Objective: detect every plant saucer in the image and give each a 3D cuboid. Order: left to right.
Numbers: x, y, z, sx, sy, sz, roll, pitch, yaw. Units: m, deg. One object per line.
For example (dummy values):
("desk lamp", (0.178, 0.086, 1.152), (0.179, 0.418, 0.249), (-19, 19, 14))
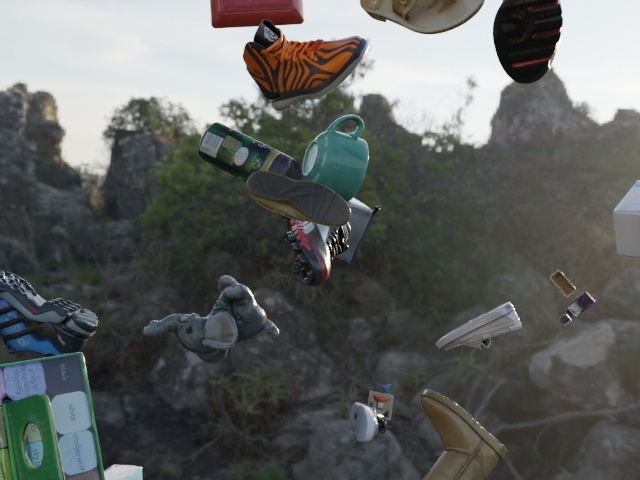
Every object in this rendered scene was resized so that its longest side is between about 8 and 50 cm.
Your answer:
("plant saucer", (-0.180, -0.722, 2.049), (0.258, 0.259, 0.048), (-4, -4, -3))

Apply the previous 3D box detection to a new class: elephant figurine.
("elephant figurine", (-0.259, 0.215, 1.776), (0.186, 0.169, 0.239), (22, 55, 37))

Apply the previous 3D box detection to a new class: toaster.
("toaster", (0.042, -0.053, 2.037), (0.110, 0.185, 0.168), (17, 11, -45))

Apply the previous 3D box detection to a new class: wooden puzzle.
("wooden puzzle", (0.157, 0.433, 1.945), (0.079, 0.116, 0.014), (7, -13, -21))

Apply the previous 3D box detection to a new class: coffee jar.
("coffee jar", (-0.128, -0.147, 1.381), (0.184, 0.079, 0.096), (28, 0, 16))

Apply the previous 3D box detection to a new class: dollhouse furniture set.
("dollhouse furniture set", (0.565, 0.138, 1.753), (0.114, 0.091, 0.081), (52, 32, 14))

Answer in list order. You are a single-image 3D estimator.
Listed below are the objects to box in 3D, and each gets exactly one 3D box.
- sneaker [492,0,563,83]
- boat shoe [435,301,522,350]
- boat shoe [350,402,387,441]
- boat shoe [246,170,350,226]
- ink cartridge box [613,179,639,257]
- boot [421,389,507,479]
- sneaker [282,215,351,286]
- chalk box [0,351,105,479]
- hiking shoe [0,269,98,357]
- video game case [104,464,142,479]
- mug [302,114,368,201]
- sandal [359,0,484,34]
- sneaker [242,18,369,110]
("sneaker", (0.364, -0.428, 1.263), (0.116, 0.313, 0.136), (3, 16, 29))
("boat shoe", (0.437, 0.260, 2.063), (0.267, 0.088, 0.096), (-34, -9, 33))
("boat shoe", (0.123, 0.441, 1.800), (0.076, 0.080, 0.228), (11, -7, -5))
("boat shoe", (-0.027, -0.051, 0.944), (0.135, 0.050, 0.045), (23, -14, -1))
("ink cartridge box", (0.570, -0.033, 1.284), (0.090, 0.092, 0.143), (6, 32, 42))
("boot", (0.246, 0.490, 1.594), (0.236, 0.269, 0.089), (39, -20, 7))
("sneaker", (0.000, -0.001, 1.476), (0.135, 0.097, 0.276), (-6, 26, -5))
("chalk box", (-0.346, 0.226, 0.777), (0.179, 0.180, 0.289), (-4, -15, -40))
("hiking shoe", (-0.571, 0.143, 1.377), (0.304, 0.132, 0.113), (25, 1, 8))
("video game case", (-0.345, 0.497, 1.095), (0.061, 0.269, 0.244), (-4, -2, 19))
("mug", (0.024, -0.162, 1.476), (0.097, 0.157, 0.129), (14, -28, -20))
("sandal", (0.124, -0.363, 1.089), (0.079, 0.088, 0.240), (31, -3, -40))
("sneaker", (-0.055, -0.391, 1.573), (0.321, 0.124, 0.180), (-15, -54, 47))
